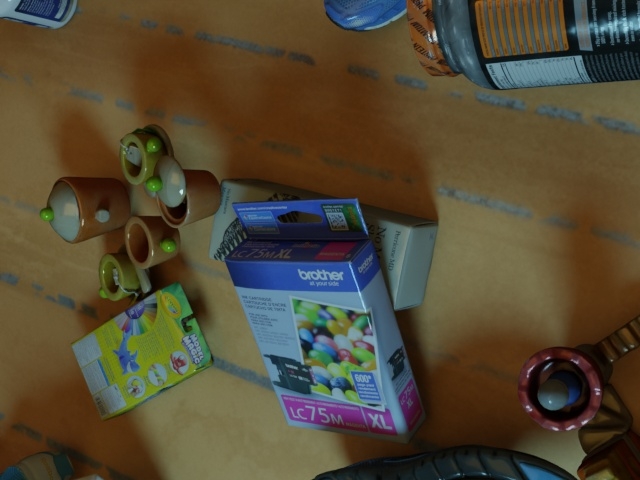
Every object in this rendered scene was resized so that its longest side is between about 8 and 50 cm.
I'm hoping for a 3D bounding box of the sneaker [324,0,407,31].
[{"bbox_3d":[0.098,-0.395,1.069,0.130,0.147,0.330,42,111,20],"label":"sneaker"}]

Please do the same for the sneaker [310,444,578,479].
[{"bbox_3d":[0.151,0.289,1.073,0.340,0.139,0.125,-7,89,31],"label":"sneaker"}]

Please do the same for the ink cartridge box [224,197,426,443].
[{"bbox_3d":[0.000,0.098,1.107,0.185,0.065,0.311,1,119,34],"label":"ink cartridge box"}]

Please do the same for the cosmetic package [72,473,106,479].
[{"bbox_3d":[-0.300,0.472,1.228,0.138,0.224,0.225,-20,38,28],"label":"cosmetic package"}]

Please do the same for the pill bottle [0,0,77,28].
[{"bbox_3d":[-0.444,-0.367,1.344,0.094,0.169,0.094,1,93,27],"label":"pill bottle"}]

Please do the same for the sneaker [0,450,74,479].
[{"bbox_3d":[-0.462,0.389,1.441,0.228,0.092,0.087,-32,79,45],"label":"sneaker"}]

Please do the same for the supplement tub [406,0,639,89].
[{"bbox_3d":[0.262,-0.258,0.963,0.315,0.193,0.194,1,93,28],"label":"supplement tub"}]

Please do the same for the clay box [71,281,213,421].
[{"bbox_3d":[-0.248,0.158,1.331,0.222,0.053,0.128,-30,79,25],"label":"clay box"}]

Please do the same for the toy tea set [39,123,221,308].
[{"bbox_3d":[-0.271,-0.040,1.244,0.336,0.124,0.200,-39,70,46],"label":"toy tea set"}]

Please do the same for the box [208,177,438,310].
[{"bbox_3d":[0.000,0.000,1.169,0.275,0.094,0.113,13,99,27],"label":"box"}]

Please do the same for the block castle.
[{"bbox_3d":[0.426,0.240,0.888,0.303,0.213,0.453,-38,75,24],"label":"block castle"}]
